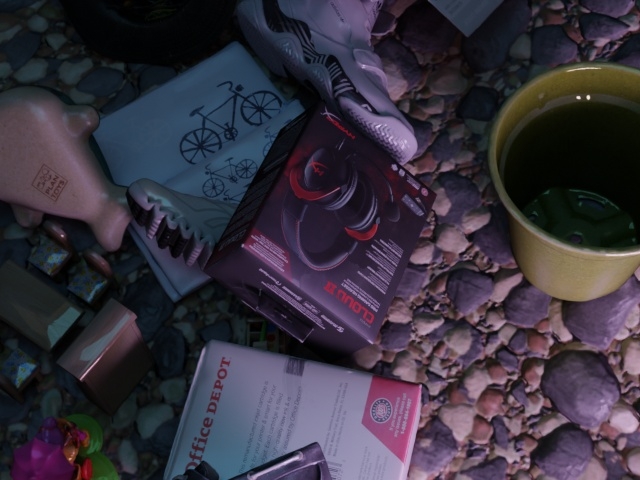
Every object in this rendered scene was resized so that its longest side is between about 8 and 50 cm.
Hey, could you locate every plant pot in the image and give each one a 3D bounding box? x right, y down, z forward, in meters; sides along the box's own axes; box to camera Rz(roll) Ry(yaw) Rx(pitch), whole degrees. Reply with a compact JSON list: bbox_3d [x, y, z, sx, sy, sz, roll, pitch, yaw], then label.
[{"bbox_3d":[0.348,-0.049,1.556,0.276,0.254,0.276,-1,63,3],"label":"plant pot"}]

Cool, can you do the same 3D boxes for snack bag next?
[{"bbox_3d":[-0.160,-0.119,1.745,0.323,0.037,0.342,-31,66,-11],"label":"snack bag"}]

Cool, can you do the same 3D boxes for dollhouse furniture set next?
[{"bbox_3d":[-0.353,0.105,1.577,0.242,0.161,0.212,32,70,17],"label":"dollhouse furniture set"}]

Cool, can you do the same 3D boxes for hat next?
[{"bbox_3d":[-0.263,-0.442,1.822,0.331,0.331,0.134,7,25,7],"label":"hat"}]

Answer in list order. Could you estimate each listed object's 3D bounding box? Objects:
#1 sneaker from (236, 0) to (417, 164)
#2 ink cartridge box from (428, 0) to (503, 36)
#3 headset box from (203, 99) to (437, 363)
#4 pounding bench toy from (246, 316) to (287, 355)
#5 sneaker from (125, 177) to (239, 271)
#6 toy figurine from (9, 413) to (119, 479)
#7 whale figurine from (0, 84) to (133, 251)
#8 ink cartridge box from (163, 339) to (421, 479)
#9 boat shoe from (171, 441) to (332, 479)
[{"bbox_3d":[0.058,-0.282,1.753,0.210,0.137,0.366,-39,65,-12],"label":"sneaker"},{"bbox_3d":[0.103,-0.450,1.777,0.385,0.091,0.308,39,41,2],"label":"ink cartridge box"},{"bbox_3d":[0.000,0.000,1.553,0.218,0.110,0.293,38,54,-16],"label":"headset box"},{"bbox_3d":[-0.073,0.130,1.590,0.052,0.083,0.065,-2,64,3],"label":"pounding bench toy"},{"bbox_3d":[-0.126,-0.010,1.614,0.292,0.110,0.118,31,70,-12],"label":"sneaker"},{"bbox_3d":[-0.328,0.276,1.492,0.130,0.159,0.173,1,63,4],"label":"toy figurine"},{"bbox_3d":[-0.363,-0.106,1.702,0.272,0.141,0.216,36,112,5],"label":"whale figurine"},{"bbox_3d":[-0.030,0.261,1.503,0.283,0.117,0.207,11,66,9],"label":"ink cartridge box"},{"bbox_3d":[-0.133,0.306,1.372,0.301,0.108,0.102,-17,80,2],"label":"boat shoe"}]
